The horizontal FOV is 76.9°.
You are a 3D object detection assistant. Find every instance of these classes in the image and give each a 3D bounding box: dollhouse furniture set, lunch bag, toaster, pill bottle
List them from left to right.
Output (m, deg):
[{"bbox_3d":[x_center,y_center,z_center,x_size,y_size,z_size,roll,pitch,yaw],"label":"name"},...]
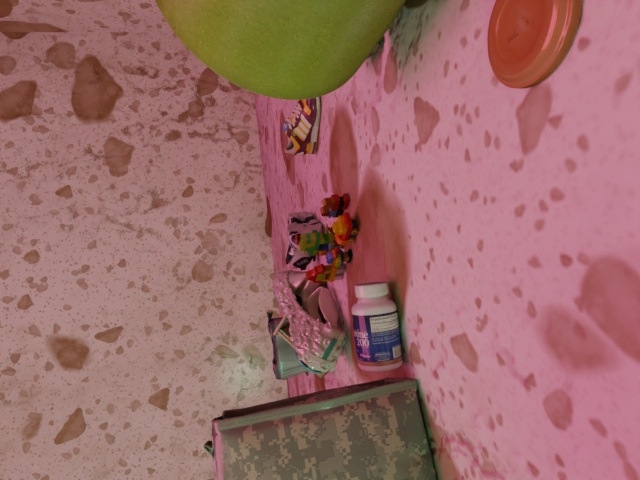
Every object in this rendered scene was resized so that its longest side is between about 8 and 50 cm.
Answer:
[{"bbox_3d":[-0.090,0.330,1.309,0.129,0.146,0.227,151,112,-76],"label":"toaster"},{"bbox_3d":[-0.007,0.271,1.152,0.182,0.161,0.101,37,105,21],"label":"dollhouse furniture set"},{"bbox_3d":[0.000,0.330,0.542,0.169,0.286,0.235,118,143,-69],"label":"lunch bag"},{"bbox_3d":[0.080,0.122,0.586,0.067,0.067,0.120,163,101,-78],"label":"pill bottle"}]

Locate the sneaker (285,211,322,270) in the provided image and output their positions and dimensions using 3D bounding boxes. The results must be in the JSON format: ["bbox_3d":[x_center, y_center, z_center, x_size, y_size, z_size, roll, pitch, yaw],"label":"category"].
[{"bbox_3d":[-0.046,0.022,1.075,0.235,0.094,0.153,-127,32,-68],"label":"sneaker"}]

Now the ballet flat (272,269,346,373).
[{"bbox_3d":[-0.022,0.160,1.026,0.409,0.146,0.147,-123,29,-59],"label":"ballet flat"}]

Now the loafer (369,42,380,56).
[{"bbox_3d":[0.035,-0.373,0.576,0.096,0.084,0.268,14,-109,-69],"label":"loafer"}]

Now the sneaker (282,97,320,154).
[{"bbox_3d":[-0.048,-0.282,0.951,0.070,0.083,0.186,-109,17,-46],"label":"sneaker"}]

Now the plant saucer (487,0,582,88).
[{"bbox_3d":[0.142,-0.150,0.281,0.083,0.013,0.084,174,90,-79],"label":"plant saucer"}]

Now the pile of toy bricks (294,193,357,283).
[{"bbox_3d":[0.000,0.000,0.812,0.212,0.105,0.118,102,158,-56],"label":"pile of toy bricks"}]

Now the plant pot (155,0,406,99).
[{"bbox_3d":[0.009,-0.308,0.331,0.293,0.274,0.275,-13,83,63],"label":"plant pot"}]
